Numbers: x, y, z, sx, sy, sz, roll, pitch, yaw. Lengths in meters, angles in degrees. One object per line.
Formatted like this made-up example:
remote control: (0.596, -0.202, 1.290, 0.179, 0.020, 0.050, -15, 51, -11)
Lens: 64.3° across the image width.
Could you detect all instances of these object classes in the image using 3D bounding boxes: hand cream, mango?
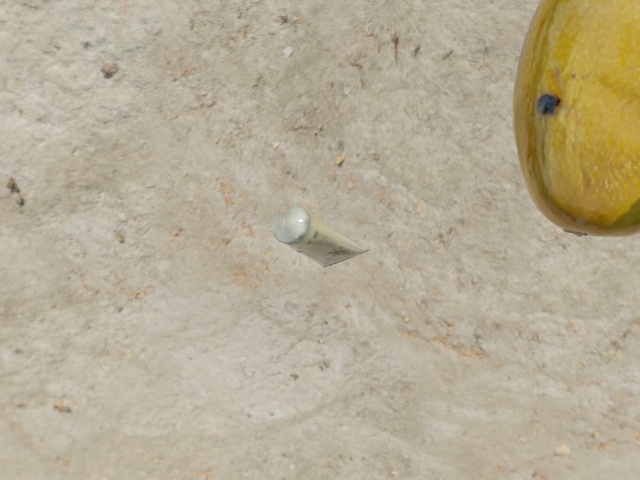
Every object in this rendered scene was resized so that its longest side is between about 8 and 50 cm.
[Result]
hand cream: (0.000, 0.000, 0.540, 0.061, 0.039, 0.143, -24, 155, 18)
mango: (0.237, -0.129, 0.401, 0.157, 0.109, 0.262, 8, 105, 9)
